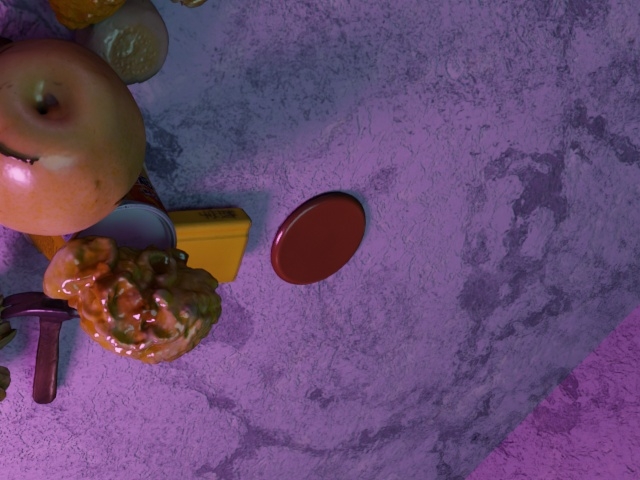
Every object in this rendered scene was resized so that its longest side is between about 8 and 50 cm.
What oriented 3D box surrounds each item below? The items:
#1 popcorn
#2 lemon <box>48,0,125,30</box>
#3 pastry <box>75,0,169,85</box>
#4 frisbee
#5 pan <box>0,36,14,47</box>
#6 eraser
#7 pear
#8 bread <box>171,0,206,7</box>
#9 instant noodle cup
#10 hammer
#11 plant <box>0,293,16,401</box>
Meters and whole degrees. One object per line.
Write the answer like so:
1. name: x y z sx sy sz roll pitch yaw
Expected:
1. popcorn: -0.287 0.102 1.526 0.286 0.225 0.173 19 105 -46
2. lemon: -0.351 -0.404 1.419 0.142 0.142 0.187 2 125 -39
3. pastry: -0.323 -0.330 1.543 0.156 0.092 0.156 -24 132 -30
4. frisbee: 0.000 0.000 2.124 0.251 0.021 0.251 -22 136 -23
5. pan: -0.526 -0.284 1.470 0.115 0.023 0.068 -6 128 -35
6. eraser: -0.256 0.015 1.897 0.226 0.069 0.158 -5 125 -36
7. pear: -0.413 -0.159 1.420 0.309 0.309 0.309 -21 134 -23
8. bread: -0.220 -0.461 1.515 0.119 0.084 0.177 -32 138 -11
9. instant noodle cup: -0.384 -0.030 1.662 0.264 0.200 0.264 -21 133 -24
10. hammer: -0.507 0.212 1.755 0.168 0.044 0.440 10 147 -11
11. plant: -0.642 0.221 1.626 0.297 0.261 0.306 7 108 -41
